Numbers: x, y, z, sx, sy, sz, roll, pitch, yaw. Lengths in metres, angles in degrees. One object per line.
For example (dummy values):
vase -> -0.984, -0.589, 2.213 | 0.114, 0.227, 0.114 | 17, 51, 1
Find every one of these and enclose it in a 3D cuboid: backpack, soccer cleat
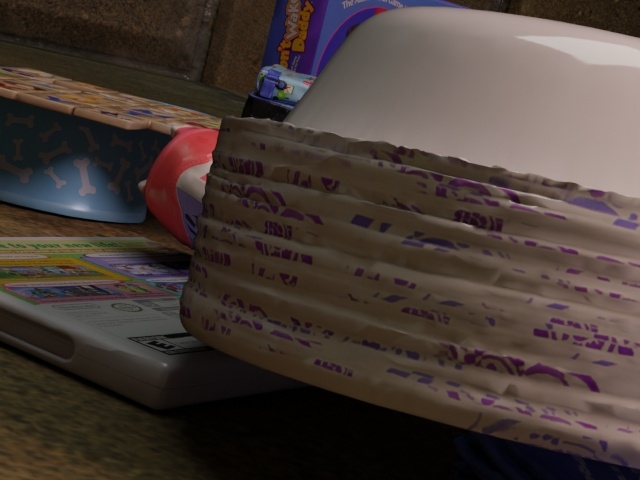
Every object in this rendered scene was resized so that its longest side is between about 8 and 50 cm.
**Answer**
backpack -> 0.012, -0.098, 1.471 | 0.173, 0.117, 0.158 | 18, 9, 8
soccer cleat -> 0.000, 0.000, 0.867 | 0.248, 0.083, 0.095 | 22, 12, -49

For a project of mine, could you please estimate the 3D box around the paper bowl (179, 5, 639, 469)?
paper bowl -> 0.094, -0.004, 0.596 | 0.284, 0.148, 0.284 | 13, 3, -1

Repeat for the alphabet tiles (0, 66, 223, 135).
alphabet tiles -> -0.138, -0.092, 1.031 | 0.237, 0.009, 0.198 | 15, 8, 10

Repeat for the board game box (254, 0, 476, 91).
board game box -> 0.070, -0.193, 1.795 | 0.078, 0.233, 0.347 | 21, 10, 38

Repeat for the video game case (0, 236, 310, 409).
video game case -> -0.085, 0.034, 0.729 | 0.193, 0.023, 0.212 | 19, 10, 31

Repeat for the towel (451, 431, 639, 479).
towel -> 0.237, 0.134, 0.536 | 0.336, 0.040, 0.243 | 10, 10, -27

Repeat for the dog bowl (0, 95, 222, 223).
dog bowl -> -0.167, -0.071, 1.129 | 0.166, 0.074, 0.297 | 17, 8, 23
